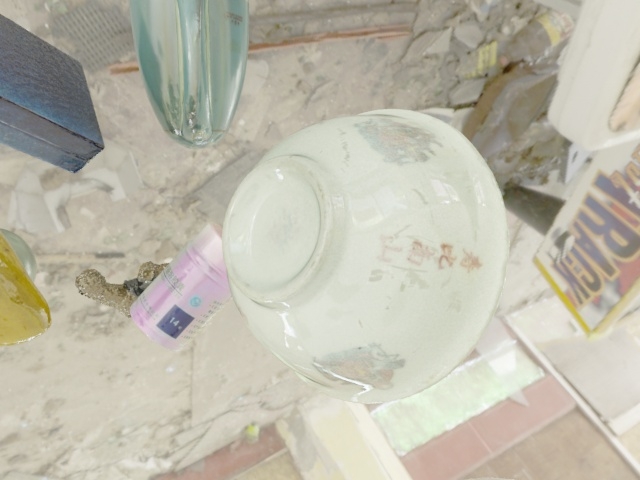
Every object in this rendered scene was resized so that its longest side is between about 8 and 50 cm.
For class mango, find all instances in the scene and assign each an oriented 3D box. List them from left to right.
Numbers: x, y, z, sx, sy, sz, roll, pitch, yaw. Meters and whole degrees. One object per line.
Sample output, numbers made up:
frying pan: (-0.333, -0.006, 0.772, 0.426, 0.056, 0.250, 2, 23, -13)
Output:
mango: (-0.599, 0.051, 0.882, 0.195, 0.142, 0.331, -20, 121, -1)

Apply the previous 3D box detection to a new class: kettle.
kettle: (-0.269, -0.363, 1.150, 0.247, 0.319, 0.341, -2, 103, -11)

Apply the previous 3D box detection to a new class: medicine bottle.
medicine bottle: (-0.268, 0.098, 1.178, 0.254, 0.152, 0.152, -47, 146, 3)

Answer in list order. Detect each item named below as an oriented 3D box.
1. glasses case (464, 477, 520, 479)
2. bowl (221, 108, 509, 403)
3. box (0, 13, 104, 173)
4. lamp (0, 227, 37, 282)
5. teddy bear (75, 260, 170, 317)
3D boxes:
glasses case: (0.200, 0.240, 0.388, 0.075, 0.113, 0.297, 6, 163, -32)
bowl: (0.000, 0.000, 0.723, 0.196, 0.434, 0.434, 15, 122, -50)
box: (-0.606, -0.308, 1.121, 0.116, 0.278, 0.261, -35, 151, 15)
lamp: (-0.775, 0.080, 1.269, 0.198, 0.243, 0.197, 0, 124, 0)
teddy bear: (-0.452, 0.120, 1.324, 0.252, 0.129, 0.182, -10, 176, -24)
